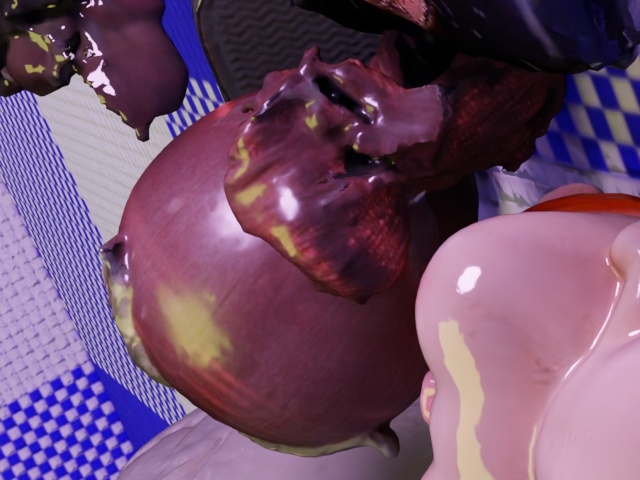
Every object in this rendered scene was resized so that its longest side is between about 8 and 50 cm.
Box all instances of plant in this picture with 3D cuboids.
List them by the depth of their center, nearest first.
[{"bbox_3d":[-0.170,-0.193,1.124,0.204,0.178,0.234,13,141,56],"label":"plant"}]

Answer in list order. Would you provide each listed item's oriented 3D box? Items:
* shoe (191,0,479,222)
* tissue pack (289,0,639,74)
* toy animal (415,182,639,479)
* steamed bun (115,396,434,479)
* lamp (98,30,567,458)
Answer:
[{"bbox_3d":[0.009,-0.071,0.905,0.241,0.108,0.093,68,-167,-45],"label":"shoe"},{"bbox_3d":[0.002,-0.219,0.605,0.245,0.123,0.332,26,142,61],"label":"tissue pack"},{"bbox_3d":[0.114,0.064,0.690,0.198,0.171,0.171,26,142,59],"label":"toy animal"},{"bbox_3d":[0.006,0.210,1.132,0.383,0.247,0.236,69,175,-46],"label":"steamed bun"},{"bbox_3d":[-0.011,-0.003,0.782,0.151,0.215,0.223,25,117,14],"label":"lamp"}]
